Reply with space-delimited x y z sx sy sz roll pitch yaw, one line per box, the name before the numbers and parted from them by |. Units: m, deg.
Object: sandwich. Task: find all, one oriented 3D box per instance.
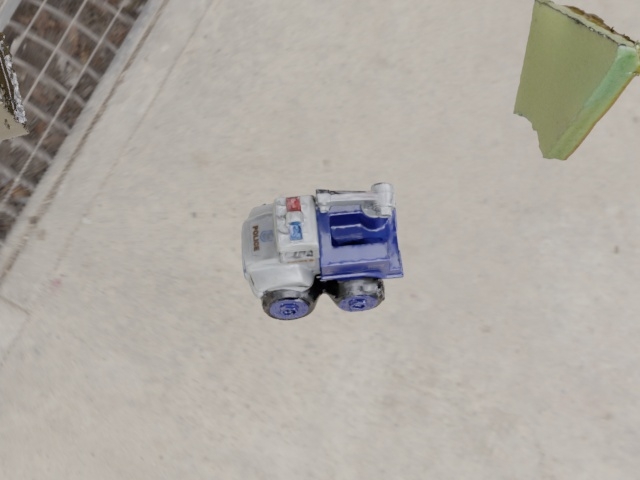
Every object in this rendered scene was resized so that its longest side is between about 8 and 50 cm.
sandwich | 0.358 -0.207 1.813 0.063 0.245 0.212 -1 114 -18

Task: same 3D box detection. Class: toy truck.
toy truck | 0.000 0.000 1.697 0.213 0.177 0.161 -6 67 -1

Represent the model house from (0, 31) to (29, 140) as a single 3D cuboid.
model house | -0.353 -0.106 1.159 0.181 0.176 0.248 -11 132 -2
